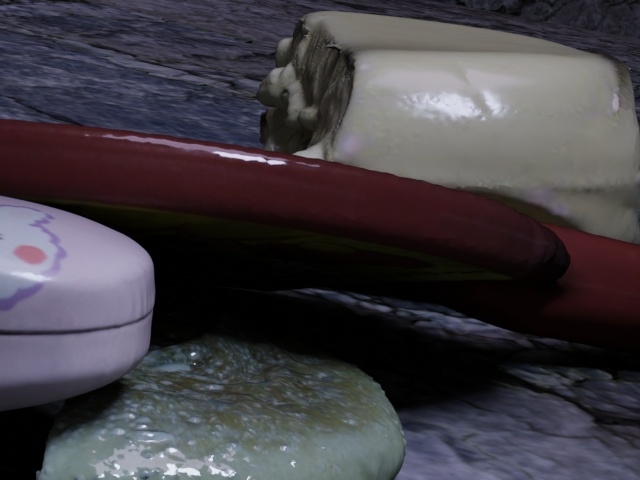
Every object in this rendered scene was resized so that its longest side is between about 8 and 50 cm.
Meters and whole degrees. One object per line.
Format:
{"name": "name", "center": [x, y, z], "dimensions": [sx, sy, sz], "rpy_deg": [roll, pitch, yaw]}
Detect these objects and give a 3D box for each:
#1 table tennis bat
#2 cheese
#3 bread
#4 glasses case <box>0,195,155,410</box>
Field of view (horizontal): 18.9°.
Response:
{"name": "table tennis bat", "center": [0.000, 0.000, 0.805], "dimensions": [0.415, 0.051, 0.268], "rpy_deg": [10, -8, -29]}
{"name": "cheese", "center": [0.053, -0.051, 1.035], "dimensions": [0.233, 0.127, 0.266], "rpy_deg": [5, 10, -5]}
{"name": "bread", "center": [-0.024, 0.058, 0.674], "dimensions": [0.112, 0.036, 0.193], "rpy_deg": [11, 13, 5]}
{"name": "glasses case", "center": [-0.201, 0.015, 0.611], "dimensions": [0.297, 0.075, 0.113], "rpy_deg": [3, 7, -4]}
